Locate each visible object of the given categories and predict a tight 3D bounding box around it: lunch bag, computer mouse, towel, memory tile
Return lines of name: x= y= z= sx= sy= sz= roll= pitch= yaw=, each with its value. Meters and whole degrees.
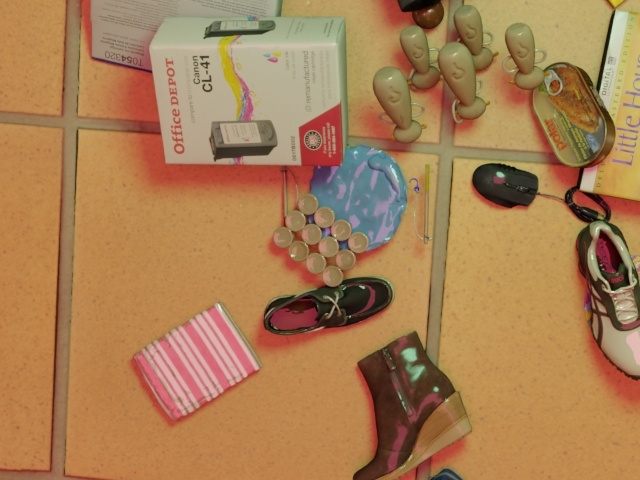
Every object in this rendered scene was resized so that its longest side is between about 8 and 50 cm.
lunch bag: x=0.225 y=0.448 z=2.004 sx=0.098 sy=0.065 sz=0.067 roll=44 pitch=115 yaw=-1
computer mouse: x=0.373 y=-0.076 z=1.936 sx=0.242 sy=0.041 sz=0.071 roll=15 pitch=97 yaw=4
towel: x=-0.220 y=0.215 z=2.052 sx=0.197 sy=0.029 sz=0.144 roll=-32 pitch=92 yaw=7
memory tile: x=0.000 y=0.000 z=1.969 sx=0.148 sy=0.012 sz=0.113 roll=38 pitch=101 yaw=9

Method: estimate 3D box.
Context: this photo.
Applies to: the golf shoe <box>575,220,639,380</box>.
golf shoe: x=0.482 y=0.099 z=1.875 sx=0.105 sy=0.120 sz=0.272 roll=-20 pitch=80 yaw=8

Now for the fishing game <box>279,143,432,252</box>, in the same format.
fishing game: x=0.061 y=-0.074 z=1.976 sx=0.264 sy=0.041 sz=0.189 roll=-3 pitch=90 yaw=14

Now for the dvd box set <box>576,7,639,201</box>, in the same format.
dvd box set: x=0.655 y=-0.192 z=1.870 sx=0.421 sy=0.062 sz=0.307 roll=12 pitch=94 yaw=6

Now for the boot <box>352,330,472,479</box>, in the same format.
boot: x=0.120 y=0.301 z=2.005 sx=0.248 sy=0.090 sz=0.207 roll=-35 pitch=79 yaw=11

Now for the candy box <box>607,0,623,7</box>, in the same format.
candy box: x=0.530 y=-0.486 z=1.876 sx=0.206 sy=0.027 sz=0.105 roll=-40 pitch=94 yaw=10

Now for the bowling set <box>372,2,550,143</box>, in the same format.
bowling set: x=0.222 y=-0.301 z=1.899 sx=0.287 sy=0.199 sz=0.154 roll=-15 pitch=136 yaw=12

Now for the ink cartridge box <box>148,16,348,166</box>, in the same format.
ink cartridge box: x=-0.110 y=-0.245 z=1.898 sx=0.306 sy=0.131 sz=0.226 roll=0 pitch=121 yaw=6

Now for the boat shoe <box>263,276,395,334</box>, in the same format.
boat shoe: x=0.015 y=0.118 z=1.986 sx=0.233 sy=0.079 sz=0.084 roll=-13 pitch=93 yaw=7

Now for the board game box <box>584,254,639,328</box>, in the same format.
board game box: x=0.531 y=0.109 z=1.942 sx=0.169 sy=0.033 sz=0.133 roll=-40 pitch=91 yaw=9

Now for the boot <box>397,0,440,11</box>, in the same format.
boot: x=0.057 y=-0.565 z=1.859 sx=0.367 sy=0.146 sz=0.445 roll=-28 pitch=91 yaw=9

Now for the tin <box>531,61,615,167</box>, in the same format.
tin: x=0.410 y=-0.203 z=1.871 sx=0.106 sy=0.040 sz=0.189 roll=-38 pitch=58 yaw=33

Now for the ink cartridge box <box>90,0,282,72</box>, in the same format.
ink cartridge box: x=-0.224 y=-0.426 z=1.927 sx=0.324 sy=0.071 sz=0.330 roll=14 pitch=130 yaw=5
